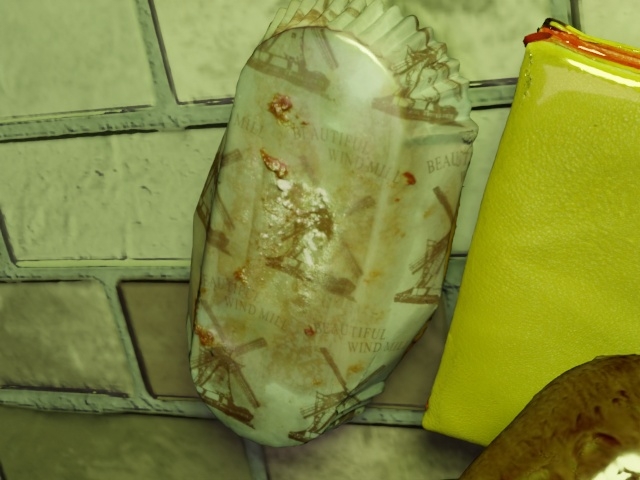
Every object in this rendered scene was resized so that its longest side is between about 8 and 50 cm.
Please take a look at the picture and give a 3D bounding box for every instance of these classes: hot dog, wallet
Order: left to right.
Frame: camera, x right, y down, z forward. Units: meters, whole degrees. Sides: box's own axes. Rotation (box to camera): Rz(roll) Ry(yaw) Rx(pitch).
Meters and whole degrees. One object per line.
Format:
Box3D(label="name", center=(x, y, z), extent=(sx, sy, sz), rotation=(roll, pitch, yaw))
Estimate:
Box3D(label="hot dog", center=(0.000, 0.000, 0.599), extent=(0.144, 0.075, 0.268), rotation=(23, 119, 7))
Box3D(label="wallet", center=(0.143, 0.018, 0.553), extent=(0.141, 0.067, 0.241), rotation=(18, 125, 10))

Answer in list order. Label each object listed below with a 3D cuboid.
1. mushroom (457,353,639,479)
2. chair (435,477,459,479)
Box3D(label="mushroom", center=(0.136, 0.165, 0.483), extent=(0.194, 0.138, 0.231), rotation=(32, 89, 15))
Box3D(label="chair", center=(0.118, 0.273, 0.633), extent=(0.188, 0.166, 0.272), rotation=(-2, 80, 26))
